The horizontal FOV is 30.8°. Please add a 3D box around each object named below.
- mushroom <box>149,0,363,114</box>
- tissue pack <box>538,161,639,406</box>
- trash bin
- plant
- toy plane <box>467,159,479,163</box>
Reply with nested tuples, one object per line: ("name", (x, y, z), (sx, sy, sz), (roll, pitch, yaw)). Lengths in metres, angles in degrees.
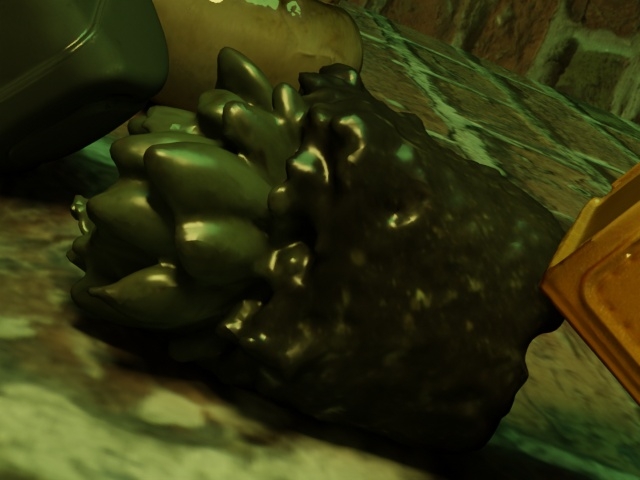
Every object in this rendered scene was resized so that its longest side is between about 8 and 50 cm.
("mushroom", (-0.069, -0.177, 0.880), (0.226, 0.178, 0.226), (28, 21, -12))
("tissue pack", (0.229, 0.060, 0.417), (0.274, 0.145, 0.194), (50, 17, 3))
("trash bin", (-0.176, -0.148, 0.575), (0.236, 0.101, 0.176), (55, 14, -25))
("plant", (0.000, 0.000, 0.478), (0.195, 0.132, 0.129), (25, 12, -11))
("toy plane", (0.084, -0.039, 0.893), (0.062, 0.054, 0.167), (-16, 35, -27))
